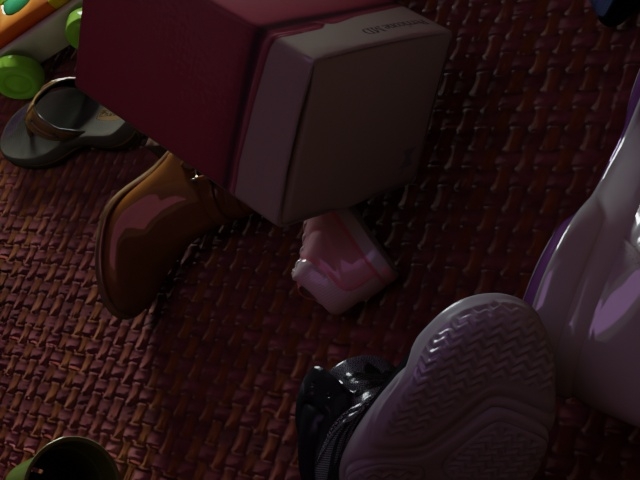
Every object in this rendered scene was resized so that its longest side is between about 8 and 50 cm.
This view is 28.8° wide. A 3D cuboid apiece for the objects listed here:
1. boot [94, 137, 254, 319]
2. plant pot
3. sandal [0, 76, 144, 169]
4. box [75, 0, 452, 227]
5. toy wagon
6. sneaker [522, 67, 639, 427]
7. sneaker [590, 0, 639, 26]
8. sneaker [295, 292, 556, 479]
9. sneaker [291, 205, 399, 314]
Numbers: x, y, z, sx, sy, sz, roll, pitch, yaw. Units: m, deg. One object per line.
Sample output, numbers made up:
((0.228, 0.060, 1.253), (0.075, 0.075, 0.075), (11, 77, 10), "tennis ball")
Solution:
((-0.097, -0.026, 1.013), (0.152, 0.073, 0.197), (3, 69, 40), "boot")
((-0.211, 0.198, 0.979), (0.079, 0.083, 0.083), (-17, 53, 52), "plant pot")
((-0.248, -0.122, 1.222), (0.219, 0.060, 0.090), (1, 65, 44), "sandal")
((-0.047, -0.130, 0.899), (0.232, 0.148, 0.127), (34, 126, 32), "box")
((-0.312, -0.284, 1.382), (0.344, 0.068, 0.267), (-24, 50, 31), "toy wagon")
((0.231, -0.027, 0.700), (0.152, 0.114, 0.305), (24, 77, 23), "sneaker")
((0.246, -0.181, 0.809), (0.162, 0.063, 0.073), (-15, 73, 42), "sneaker")
((0.044, 0.103, 0.714), (0.153, 0.101, 0.269), (-103, 25, -49), "sneaker")
((0.000, 0.000, 0.916), (0.070, 0.051, 0.134), (-40, 47, 10), "sneaker")
